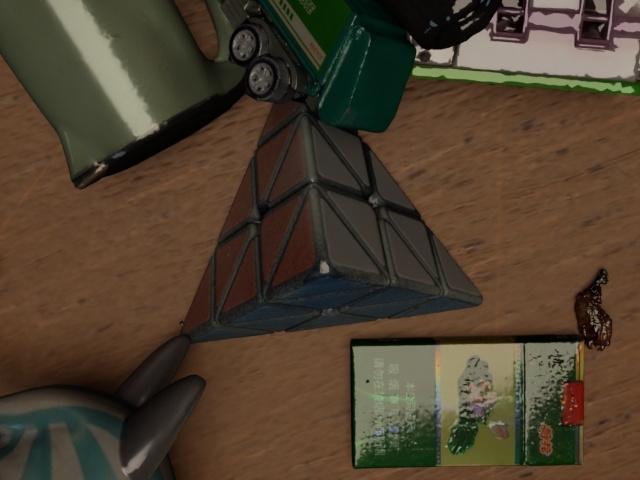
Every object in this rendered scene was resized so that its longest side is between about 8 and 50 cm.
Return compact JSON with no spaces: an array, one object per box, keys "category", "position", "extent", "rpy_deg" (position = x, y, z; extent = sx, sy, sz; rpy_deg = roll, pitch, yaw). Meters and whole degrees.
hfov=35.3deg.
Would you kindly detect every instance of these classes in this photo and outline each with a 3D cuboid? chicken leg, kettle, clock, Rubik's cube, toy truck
[{"category":"chicken leg","position":[0.276,0.071,1.019],"extent":[0.036,0.021,0.083],"rpy_deg":[-4,91,11]},{"category":"kettle","position":[-0.189,-0.207,0.936],"extent":[0.240,0.165,0.255],"rpy_deg":[-35,95,-25]},{"category":"clock","position":[0.201,-0.295,0.915],"extent":[0.235,0.166,0.309],"rpy_deg":[5,103,0]},{"category":"Rubik's cube","position":[-0.002,0.000,0.955],"extent":[0.233,0.228,0.228],"rpy_deg":[27,52,32]},{"category":"toy truck","position":[-0.020,-0.201,0.893],"extent":[0.124,0.114,0.253],"rpy_deg":[-42,67,28]}]

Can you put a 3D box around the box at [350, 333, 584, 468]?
[{"category":"box","position":[0.148,0.163,1.021],"extent":[0.235,0.034,0.132],"rpy_deg":[-1,96,0]}]

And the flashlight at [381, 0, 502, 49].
[{"category":"flashlight","position":[0.002,-0.323,0.863],"extent":[0.103,0.103,0.424],"rpy_deg":[-38,69,4]}]

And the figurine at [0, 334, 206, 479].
[{"category":"figurine","position":[-0.266,0.235,0.975],"extent":[0.361,0.266,0.377],"rpy_deg":[34,70,18]}]
